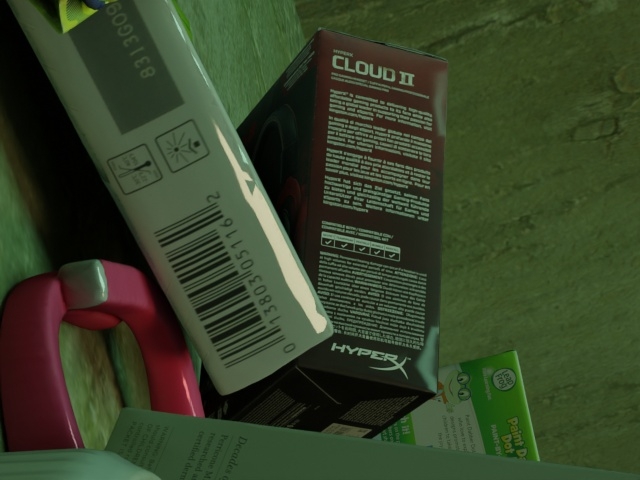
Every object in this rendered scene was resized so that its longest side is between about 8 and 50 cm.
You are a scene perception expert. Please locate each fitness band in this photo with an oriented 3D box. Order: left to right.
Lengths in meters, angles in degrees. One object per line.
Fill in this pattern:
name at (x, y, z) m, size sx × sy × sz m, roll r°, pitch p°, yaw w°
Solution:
fitness band at (-0.114, 0.119, 1.080) m, size 0.291 × 0.054 × 0.209 m, roll 32°, pitch 46°, yaw -79°

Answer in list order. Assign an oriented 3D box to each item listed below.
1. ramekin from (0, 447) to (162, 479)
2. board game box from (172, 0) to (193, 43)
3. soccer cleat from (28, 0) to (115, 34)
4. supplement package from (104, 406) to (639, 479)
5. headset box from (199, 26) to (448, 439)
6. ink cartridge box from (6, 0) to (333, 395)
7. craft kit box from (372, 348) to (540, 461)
ramekin at (-0.102, 0.201, 0.680) m, size 0.273 × 0.127 × 0.273 m, roll -13°, pitch 90°, yaw -84°
board game box at (-0.121, -0.106, 1.513) m, size 0.092 × 0.043 × 0.181 m, roll 53°, pitch 25°, yaw -74°
soccer cleat at (-0.108, -0.160, 0.937) m, size 0.289 × 0.093 × 0.121 m, roll 5°, pitch 93°, yaw -58°
supplement package at (0.030, 0.212, 0.886) m, size 0.177 × 0.293 × 0.175 m, roll 70°, pitch 32°, yaw -47°
headset box at (0.000, 0.000, 1.380) m, size 0.218 × 0.110 × 0.293 m, roll 137°, pitch -39°, yaw -59°
ink cartridge box at (-0.131, -0.116, 1.242) m, size 0.308 × 0.091 × 0.385 m, roll 63°, pitch -4°, yaw -28°
craft kit box at (0.078, 0.236, 1.646) m, size 0.061 × 0.246 × 0.250 m, roll 65°, pitch 14°, yaw -56°
